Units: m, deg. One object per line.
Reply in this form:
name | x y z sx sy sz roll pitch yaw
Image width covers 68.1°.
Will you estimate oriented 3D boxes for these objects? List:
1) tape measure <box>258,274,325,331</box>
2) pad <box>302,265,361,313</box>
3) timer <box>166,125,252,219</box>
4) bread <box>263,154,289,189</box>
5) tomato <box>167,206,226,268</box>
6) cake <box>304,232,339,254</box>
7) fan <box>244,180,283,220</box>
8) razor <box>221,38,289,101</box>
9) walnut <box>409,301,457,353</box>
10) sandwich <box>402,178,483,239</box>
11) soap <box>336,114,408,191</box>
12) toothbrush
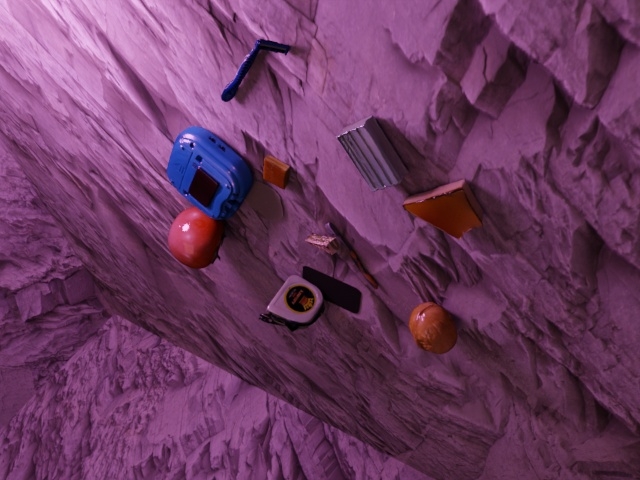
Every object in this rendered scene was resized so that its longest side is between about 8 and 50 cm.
tape measure | -0.103 0.282 1.939 0.207 0.235 0.115 33 147 6
pad | 0.041 0.203 1.936 0.267 0.004 0.181 24 143 18
timer | -0.412 -0.234 1.727 0.309 0.115 0.340 39 143 -4
bread | -0.148 -0.228 1.584 0.090 0.035 0.094 28 144 12
tomato | -0.501 -0.012 1.940 0.224 0.256 0.256 19 144 -3
cake | 0.000 0.000 1.686 0.140 0.051 0.055 24 151 34
fan | -0.269 -0.160 1.781 0.310 0.010 0.182 14 135 28
razor | -0.209 -0.485 1.342 0.324 0.093 0.056 -20 76 53
walnut | 0.391 0.307 1.639 0.159 0.159 0.207 1 138 39
sandwich | 0.350 -0.074 1.325 0.193 0.058 0.162 -13 122 44
soap | 0.145 -0.237 1.308 0.114 0.063 0.198 -10 124 47
toothbrush | 0.117 0.060 1.697 0.321 0.023 0.031 51 149 -18
